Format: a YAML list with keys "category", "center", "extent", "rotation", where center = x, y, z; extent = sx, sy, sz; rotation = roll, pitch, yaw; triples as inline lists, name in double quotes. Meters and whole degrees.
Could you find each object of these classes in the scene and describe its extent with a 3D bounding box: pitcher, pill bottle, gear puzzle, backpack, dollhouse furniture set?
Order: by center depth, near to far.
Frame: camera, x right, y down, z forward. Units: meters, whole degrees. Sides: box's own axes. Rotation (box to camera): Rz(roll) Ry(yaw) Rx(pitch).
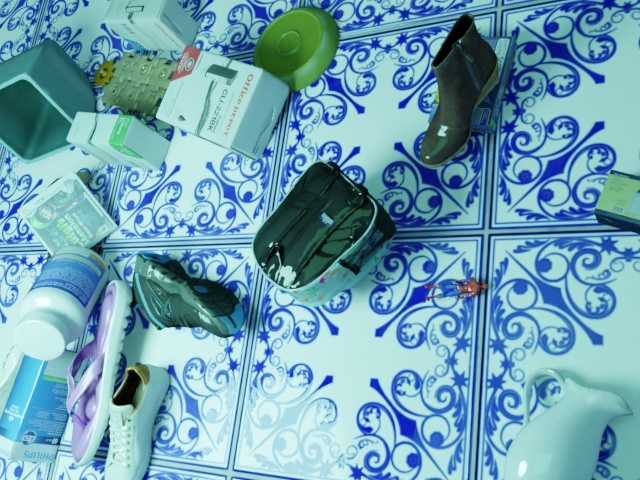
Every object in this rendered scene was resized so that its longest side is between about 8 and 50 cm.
- category: "pitcher"
  center: [0.369, 0.313, 1.138]
  extent: [0.207, 0.125, 0.177]
  rotation: [-52, 35, -10]
- category: "backpack"
  center: [0.000, 0.000, 1.404]
  extent: [0.253, 0.191, 0.225]
  rotation: [-45, 54, -2]
- category: "pill bottle"
  center: [-0.598, 0.143, 1.631]
  extent: [0.152, 0.152, 0.272]
  rotation: [-26, 27, 18]
- category: "dollhouse furniture set"
  center: [-0.691, -0.086, 1.914]
  extent: [0.144, 0.123, 0.151]
  rotation: [-9, 32, 25]
- category: "gear puzzle"
  center: [-0.519, -0.429, 1.947]
  extent: [0.338, 0.044, 0.176]
  rotation: [20, 83, 36]

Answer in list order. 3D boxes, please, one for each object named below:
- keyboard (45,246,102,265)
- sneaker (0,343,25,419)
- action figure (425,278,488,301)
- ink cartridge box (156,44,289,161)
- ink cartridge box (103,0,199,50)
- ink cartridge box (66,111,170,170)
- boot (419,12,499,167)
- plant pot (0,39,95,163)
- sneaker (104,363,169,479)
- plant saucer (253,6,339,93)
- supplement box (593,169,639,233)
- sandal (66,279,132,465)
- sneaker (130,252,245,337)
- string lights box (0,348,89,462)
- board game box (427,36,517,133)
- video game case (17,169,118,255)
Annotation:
- category: "keyboard"
  center: [-0.647, 0.039, 1.845]
  extent: [0.180, 0.023, 0.108]
  rotation: [-1, 71, 27]
- category: "sneaker"
  center: [-0.736, 0.376, 1.722]
  extent: [0.107, 0.100, 0.272]
  rotation: [15, 79, 27]
- category: "action figure"
  center: [0.256, 0.092, 1.326]
  extent: [0.115, 0.030, 0.038]
  rotation: [-8, 73, 21]
- category: "ink cartridge box"
  center: [-0.236, -0.331, 1.694]
  extent: [0.272, 0.114, 0.197]
  rotation: [25, 93, 32]
- category: "ink cartridge box"
  center: [-0.452, -0.583, 1.901]
  extent: [0.203, 0.148, 0.086]
  rotation: [8, 74, 30]
- category: "ink cartridge box"
  center: [-0.517, -0.254, 1.808]
  extent: [0.208, 0.153, 0.087]
  rotation: [10, 76, 30]
- category: "boot"
  center: [0.237, -0.275, 1.327]
  extent: [0.090, 0.207, 0.249]
  rotation: [34, 91, 33]
- category: "plant pot"
  center: [-0.783, -0.412, 1.968]
  extent: [0.247, 0.247, 0.252]
  rotation: [-16, 48, 23]
- category: "sneaker"
  center: [-0.427, 0.406, 1.526]
  extent: [0.105, 0.123, 0.290]
  rotation: [5, 75, 28]
- category: "plant saucer"
  center: [-0.070, -0.471, 1.715]
  extent: [0.240, 0.037, 0.241]
  rotation: [-10, 67, 25]
- category: "supplement box"
  center: [0.529, -0.066, 1.219]
  extent: [0.083, 0.056, 0.083]
  rotation: [20, 82, 33]
- category: "sandal"
  center: [-0.525, 0.289, 1.599]
  extent: [0.169, 0.102, 0.417]
  rotation: [-16, 61, 58]
- category: "sneaker"
  center: [-0.299, 0.147, 1.575]
  extent: [0.340, 0.125, 0.140]
  rotation: [27, 104, 38]
- category: "string lights box"
  center: [-0.652, 0.378, 1.651]
  extent: [0.076, 0.133, 0.260]
  rotation: [9, 76, 30]
- category: "board game box"
  center: [0.312, -0.322, 1.449]
  extent: [0.136, 0.035, 0.201]
  rotation: [11, 77, 32]
- category: "video game case"
  center: [-0.643, -0.055, 1.801]
  extent: [0.173, 0.022, 0.190]
  rotation: [-39, 87, -8]
